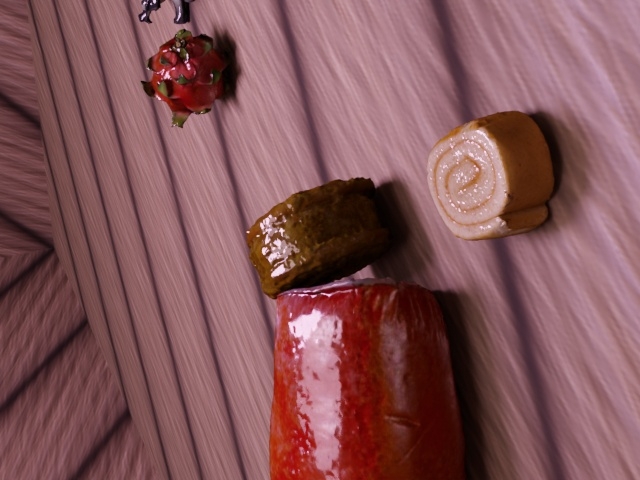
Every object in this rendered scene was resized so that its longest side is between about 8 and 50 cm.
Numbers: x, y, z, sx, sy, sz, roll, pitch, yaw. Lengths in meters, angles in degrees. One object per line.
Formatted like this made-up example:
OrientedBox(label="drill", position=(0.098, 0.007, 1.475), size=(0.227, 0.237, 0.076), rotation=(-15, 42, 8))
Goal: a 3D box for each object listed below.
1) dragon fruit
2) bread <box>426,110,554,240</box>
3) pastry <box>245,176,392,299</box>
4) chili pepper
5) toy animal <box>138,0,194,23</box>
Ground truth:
OrientedBox(label="dragon fruit", position=(-0.236, -0.276, 1.561), size=(0.135, 0.137, 0.236), rotation=(39, 156, -7))
OrientedBox(label="bread", position=(0.173, -0.060, 0.892), size=(0.149, 0.073, 0.122), rotation=(-25, 85, 67))
OrientedBox(label="pastry", position=(0.000, 0.000, 1.147), size=(0.103, 0.188, 0.189), rotation=(66, 153, 12))
OrientedBox(label="chili pepper", position=(0.054, 0.191, 1.117), size=(0.251, 0.229, 0.306), rotation=(1, 93, 53))
OrientedBox(label="toy animal", position=(-0.284, -0.465, 1.620), size=(0.225, 0.093, 0.121), rotation=(170, 97, -74))
